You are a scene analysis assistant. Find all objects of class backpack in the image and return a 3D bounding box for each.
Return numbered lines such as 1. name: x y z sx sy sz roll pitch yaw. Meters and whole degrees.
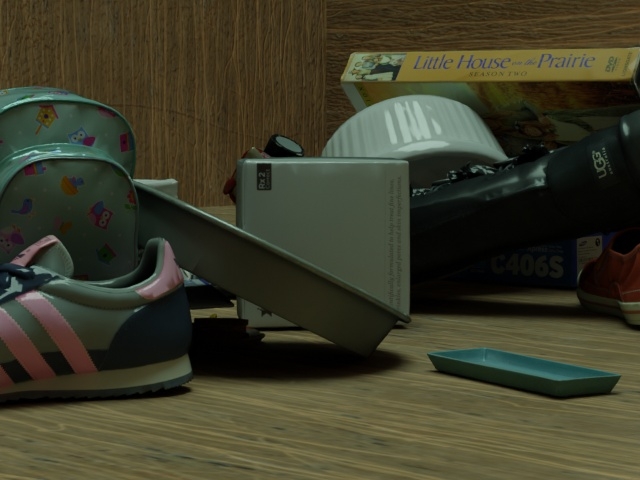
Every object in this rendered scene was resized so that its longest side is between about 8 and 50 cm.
1. backpack: -0.237 -0.038 1.517 0.166 0.188 0.144 -2 6 -25

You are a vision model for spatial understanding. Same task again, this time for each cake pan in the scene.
1. cake pan: -0.058 0.031 1.628 0.293 0.054 0.293 26 -2 1

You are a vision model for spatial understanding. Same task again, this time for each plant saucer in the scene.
1. plant saucer: 0.169 0.111 1.496 0.067 0.018 0.192 -3 4 -30

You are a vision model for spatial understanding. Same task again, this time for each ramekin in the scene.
1. ramekin: 0.119 -0.071 2.264 0.273 0.127 0.273 -8 -37 -6

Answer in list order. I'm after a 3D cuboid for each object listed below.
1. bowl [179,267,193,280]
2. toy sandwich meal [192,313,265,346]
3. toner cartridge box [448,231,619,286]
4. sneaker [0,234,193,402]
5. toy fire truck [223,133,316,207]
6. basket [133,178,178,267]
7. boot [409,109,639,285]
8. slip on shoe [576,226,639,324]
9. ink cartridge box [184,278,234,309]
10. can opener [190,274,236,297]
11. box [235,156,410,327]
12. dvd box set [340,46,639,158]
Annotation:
1. bowl: -0.239 0.026 2.272 0.170 0.080 0.170 -1 3 0
2. toy sandwich meal: -0.095 0.087 1.753 0.085 0.029 0.085 0 4 0
3. toner cartridge box: 0.251 0.015 2.440 0.348 0.075 0.165 3 3 42
4. sneaker: -0.256 0.061 1.405 0.319 0.131 0.112 -3 5 -28
5. toy fire truck: -0.040 -0.055 2.490 0.217 0.158 0.246 34 21 12
6. basket: -0.223 -0.009 1.712 0.113 0.103 0.167 2 4 25
7. boot: 0.237 -0.022 2.123 0.445 0.146 0.367 -22 -17 21
8. slip on shoe: 0.362 0.034 1.981 0.123 0.101 0.331 -3 2 -1
9. ink cartridge box: -0.249 0.078 1.669 0.307 0.072 0.303 2 3 -9
10. can opener: -0.069 0.050 2.207 0.186 0.073 0.059 3 -35 -2
11. box: 0.000 0.000 1.909 0.182 0.181 0.119 0 5 -6
12. dvd box set: 0.269 -0.133 2.337 0.420 0.062 0.307 3 -35 32
